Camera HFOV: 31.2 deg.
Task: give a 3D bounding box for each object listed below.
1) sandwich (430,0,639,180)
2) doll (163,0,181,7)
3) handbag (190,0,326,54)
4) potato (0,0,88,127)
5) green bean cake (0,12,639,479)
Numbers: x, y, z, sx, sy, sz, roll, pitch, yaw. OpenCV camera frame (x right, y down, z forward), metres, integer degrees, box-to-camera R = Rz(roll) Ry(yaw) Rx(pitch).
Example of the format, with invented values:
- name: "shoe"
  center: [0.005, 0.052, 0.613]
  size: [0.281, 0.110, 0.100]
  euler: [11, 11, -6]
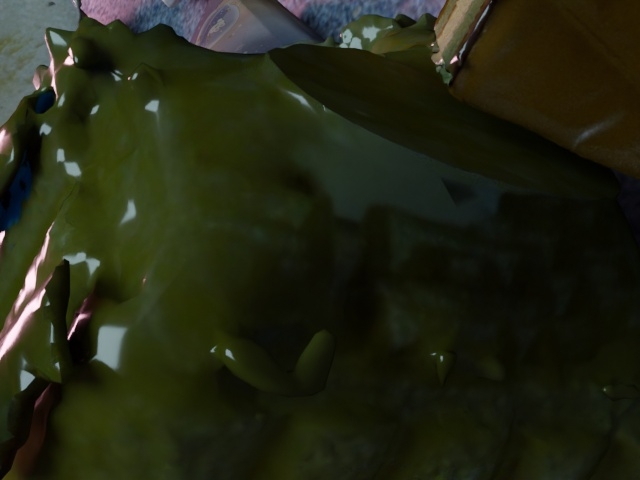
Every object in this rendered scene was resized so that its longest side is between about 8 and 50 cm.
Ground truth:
- name: "sandwich"
  center: [0.140, -0.083, 0.442]
  size: [0.079, 0.163, 0.113]
  euler: [-87, 23, -64]
- name: "doll"
  center: [-0.096, -0.237, 0.956]
  size: [0.143, 0.058, 0.098]
  euler: [-8, 51, 53]
- name: "handbag"
  center: [-0.047, -0.107, 0.800]
  size: [0.173, 0.095, 0.117]
  euler: [47, 120, 55]
- name: "potato"
  center: [-0.318, -0.129, 1.132]
  size: [0.246, 0.196, 0.300]
  euler: [-42, 59, -11]
- name: "green bean cake"
  center: [0.000, 0.000, 0.493]
  size: [0.202, 0.310, 0.285]
  euler: [-53, 42, 33]
